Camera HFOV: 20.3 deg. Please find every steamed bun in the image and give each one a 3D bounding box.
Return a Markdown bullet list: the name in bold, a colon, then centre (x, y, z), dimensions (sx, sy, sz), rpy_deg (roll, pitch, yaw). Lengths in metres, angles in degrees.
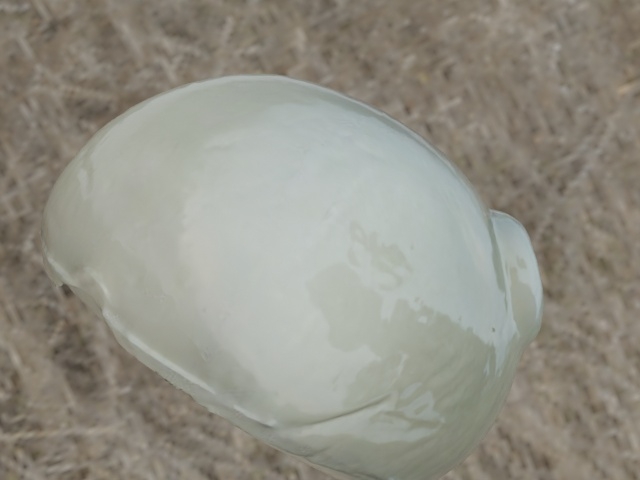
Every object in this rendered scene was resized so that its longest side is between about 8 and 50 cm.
- **steamed bun**: centre (0.001, 0.010, 0.722), dimensions (0.177, 0.130, 0.228), rpy_deg (39, 5, 38)
